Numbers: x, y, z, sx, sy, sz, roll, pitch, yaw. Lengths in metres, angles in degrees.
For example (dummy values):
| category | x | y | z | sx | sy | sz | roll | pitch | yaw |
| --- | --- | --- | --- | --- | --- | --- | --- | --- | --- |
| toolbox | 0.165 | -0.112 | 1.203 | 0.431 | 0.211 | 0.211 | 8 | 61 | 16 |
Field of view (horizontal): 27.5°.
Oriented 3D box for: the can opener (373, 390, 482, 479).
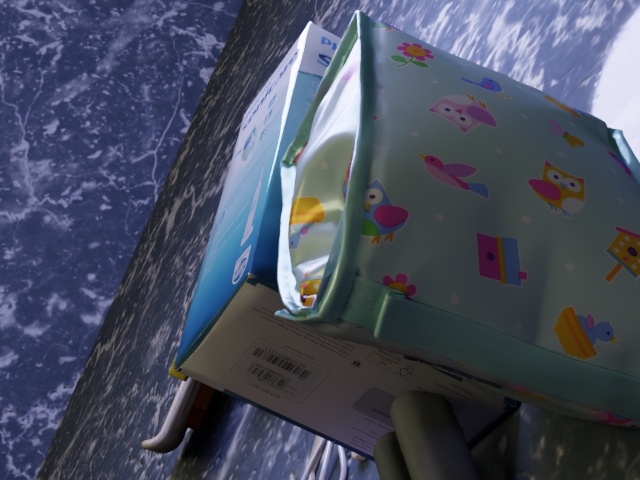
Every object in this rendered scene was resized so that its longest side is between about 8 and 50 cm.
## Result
| category | x | y | z | sx | sy | sz | roll | pitch | yaw |
| --- | --- | --- | --- | --- | --- | --- | --- | --- | --- |
| can opener | 0.071 | 0.195 | 0.779 | 0.280 | 0.093 | 0.074 | -100 | 28 | -57 |

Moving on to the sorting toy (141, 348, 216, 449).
| category | x | y | z | sx | sy | sz | roll | pitch | yaw |
| --- | --- | --- | --- | --- | --- | --- | --- | --- | --- |
| sorting toy | -0.135 | 0.148 | 1.527 | 0.229 | 0.041 | 0.307 | -63 | -3 | -10 |

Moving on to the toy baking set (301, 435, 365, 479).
| category | x | y | z | sx | sy | sz | roll | pitch | yaw |
| --- | --- | --- | --- | --- | --- | --- | --- | --- | --- |
| toy baking set | 0.025 | 0.138 | 1.159 | 0.256 | 0.030 | 0.196 | -53 | 18 | 33 |

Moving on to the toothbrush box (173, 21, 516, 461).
| category | x | y | z | sx | sy | sz | roll | pitch | yaw |
| --- | --- | --- | --- | --- | --- | --- | --- | --- | --- |
| toothbrush box | 0.034 | 0.002 | 1.004 | 0.126 | 0.216 | 0.295 | -49 | 21 | 41 |

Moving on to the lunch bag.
| category | x | y | z | sx | sy | sz | roll | pitch | yaw |
| --- | --- | --- | --- | --- | --- | --- | --- | --- | --- |
| lunch bag | 0.092 | 0.003 | 0.799 | 0.262 | 0.223 | 0.160 | -92 | 26 | -57 |
